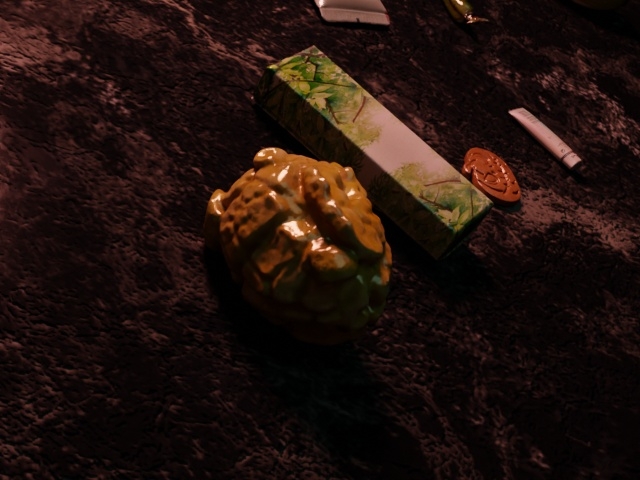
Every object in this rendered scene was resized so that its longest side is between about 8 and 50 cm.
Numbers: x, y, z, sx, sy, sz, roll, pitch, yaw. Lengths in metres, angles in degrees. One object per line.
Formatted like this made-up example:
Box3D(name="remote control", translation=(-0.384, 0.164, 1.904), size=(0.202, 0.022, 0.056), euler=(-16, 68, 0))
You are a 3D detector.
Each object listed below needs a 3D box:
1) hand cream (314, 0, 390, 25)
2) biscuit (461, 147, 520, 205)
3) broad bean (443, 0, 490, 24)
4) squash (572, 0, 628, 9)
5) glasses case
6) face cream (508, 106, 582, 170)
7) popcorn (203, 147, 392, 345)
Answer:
Box3D(name="hand cream", translation=(-0.024, -0.413, 1.750), size=(0.124, 0.078, 0.341), euler=(-3, 58, -43))
Box3D(name="biscuit", translation=(0.202, -0.078, 1.568), size=(0.078, 0.015, 0.091), euler=(11, 41, -32))
Box3D(name="broad bean", translation=(0.199, -0.373, 1.901), size=(0.069, 0.039, 0.227), euler=(17, 39, -15))
Box3D(name="squash", translation=(0.418, -0.434, 2.099), size=(0.186, 0.123, 0.123), euler=(36, 34, -5))
Box3D(name="glasses case", translation=(0.054, -0.094, 1.421), size=(0.272, 0.062, 0.095), euler=(43, 41, 12))
Box3D(name="face cream", translation=(0.292, -0.135, 1.708), size=(0.115, 0.020, 0.038), euler=(46, 37, 18))
Box3D(name="popcorn", translation=(-0.016, -0.007, 1.194), size=(0.163, 0.140, 0.194), euler=(25, 34, -24))
